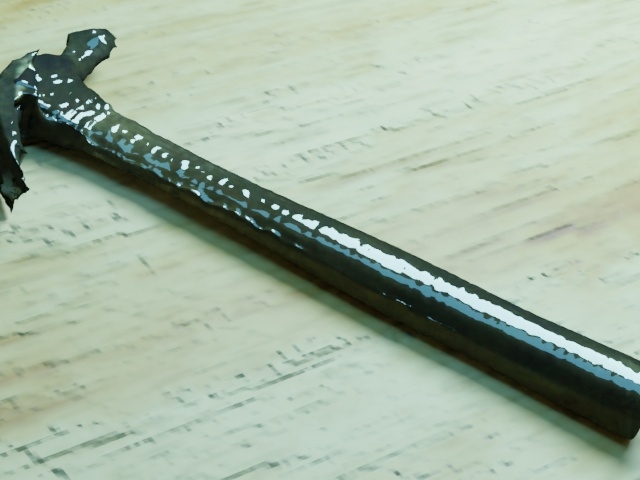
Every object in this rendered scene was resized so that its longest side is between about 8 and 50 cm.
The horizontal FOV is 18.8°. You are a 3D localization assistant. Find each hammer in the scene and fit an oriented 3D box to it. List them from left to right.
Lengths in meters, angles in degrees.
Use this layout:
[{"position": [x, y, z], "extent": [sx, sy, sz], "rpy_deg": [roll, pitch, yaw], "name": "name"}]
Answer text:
[{"position": [0.000, -0.001, 0.772], "extent": [0.297, 0.027, 0.125], "rpy_deg": [27, 38, 8], "name": "hammer"}]
